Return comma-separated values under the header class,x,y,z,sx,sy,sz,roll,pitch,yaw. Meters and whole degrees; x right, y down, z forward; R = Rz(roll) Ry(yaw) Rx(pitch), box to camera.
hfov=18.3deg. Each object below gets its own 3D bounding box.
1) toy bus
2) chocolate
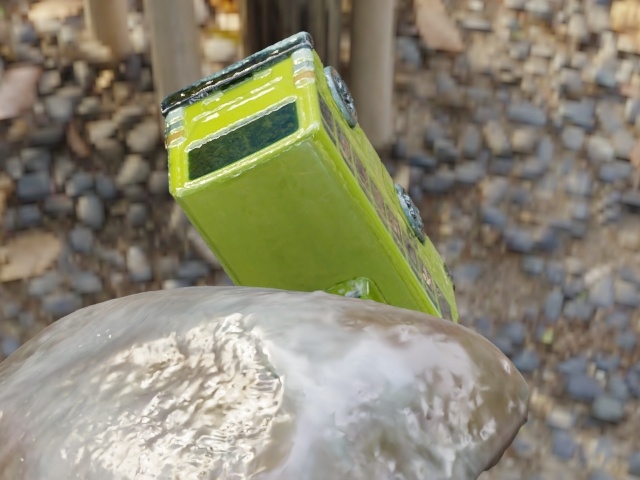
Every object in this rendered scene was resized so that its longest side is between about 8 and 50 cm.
class,x,y,z,sx,sy,sz,roll,pitch,yaw
toy bus,0.000,0.000,1.431,0.128,0.262,0.150,-25,35,12
chocolate,-0.069,0.083,0.883,0.303,0.100,0.185,-2,37,49
